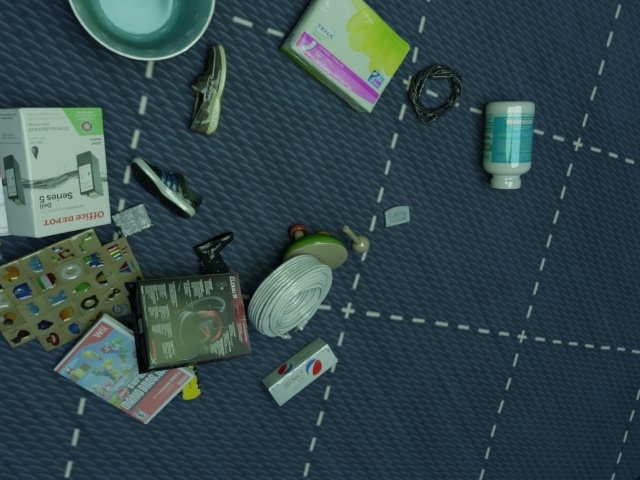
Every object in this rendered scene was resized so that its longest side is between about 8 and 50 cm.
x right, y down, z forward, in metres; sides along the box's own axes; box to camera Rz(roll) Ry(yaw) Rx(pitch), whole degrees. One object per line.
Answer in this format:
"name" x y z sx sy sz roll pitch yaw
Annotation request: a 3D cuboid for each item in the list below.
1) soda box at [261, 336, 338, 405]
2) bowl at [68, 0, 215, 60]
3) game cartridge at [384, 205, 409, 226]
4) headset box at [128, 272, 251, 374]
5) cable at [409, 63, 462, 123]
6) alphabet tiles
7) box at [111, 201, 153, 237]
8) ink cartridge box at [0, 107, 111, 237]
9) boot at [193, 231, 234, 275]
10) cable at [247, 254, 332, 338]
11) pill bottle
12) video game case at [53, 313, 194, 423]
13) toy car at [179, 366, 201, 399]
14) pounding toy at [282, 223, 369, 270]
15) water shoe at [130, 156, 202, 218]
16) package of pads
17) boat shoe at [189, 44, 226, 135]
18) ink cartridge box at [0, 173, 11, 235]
"soda box" -0.060 0.382 1.735 0.216 0.069 0.073 -35 113 -12
"bowl" -0.409 -0.558 1.326 0.312 0.163 0.311 -5 104 -23
"game cartridge" 0.232 -0.076 1.793 0.083 0.017 0.055 -13 110 -21
"headset box" -0.316 0.205 1.498 0.293 0.110 0.218 -4 75 -31
"cable" 0.344 -0.445 1.752 0.184 0.047 0.150 -36 108 -10
"alphabet tiles" -0.603 0.123 1.413 0.343 0.011 0.285 -26 134 -17
"box" -0.474 -0.050 1.487 0.083 0.018 0.067 -26 111 -17
"ink cartridge box" -0.590 -0.157 1.315 0.198 0.115 0.272 -19 112 -55
"boot" -0.273 0.042 1.581 0.121 0.045 0.099 -25 108 -10
"cable" -0.079 0.150 1.593 0.257 0.089 0.257 -50 155 7
"pill bottle" 0.579 -0.296 1.825 0.146 0.146 0.263 -6 103 -23
"video game case" -0.499 0.335 1.514 0.285 0.025 0.204 40 103 -22
"toy car" -0.396 0.293 1.577 0.225 0.053 0.238 19 92 -26
"pounding toy" 0.000 0.000 1.649 0.237 0.110 0.183 -23 149 19
"water shoe" -0.388 -0.144 1.489 0.203 0.073 0.080 48 54 -24
"package of pads" 0.074 -0.520 1.580 0.297 0.101 0.229 33 88 -26
"boat shoe" -0.284 -0.376 1.467 0.074 0.080 0.223 2 105 -29
"ink cartridge box" -0.709 -0.093 1.350 0.109 0.063 0.150 -9 105 -22
